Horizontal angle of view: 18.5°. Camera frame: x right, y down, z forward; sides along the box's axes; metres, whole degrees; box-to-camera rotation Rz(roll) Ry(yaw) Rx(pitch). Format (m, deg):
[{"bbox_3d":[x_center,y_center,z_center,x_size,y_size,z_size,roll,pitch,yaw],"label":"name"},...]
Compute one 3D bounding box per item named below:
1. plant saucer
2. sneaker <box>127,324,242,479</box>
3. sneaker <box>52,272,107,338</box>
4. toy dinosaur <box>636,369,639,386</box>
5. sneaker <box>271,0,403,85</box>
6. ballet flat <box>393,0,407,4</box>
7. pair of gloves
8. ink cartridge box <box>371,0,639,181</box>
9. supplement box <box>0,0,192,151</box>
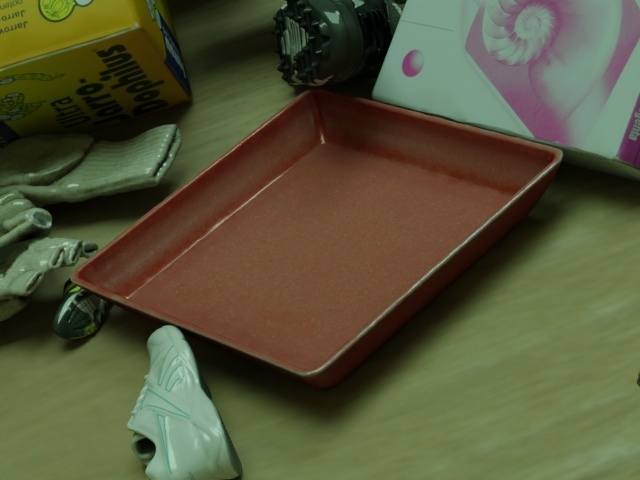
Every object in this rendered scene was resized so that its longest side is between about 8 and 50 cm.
[{"bbox_3d":[0.000,0.000,1.365,0.258,0.048,0.259,19,49,44],"label":"plant saucer"},{"bbox_3d":[-0.097,0.106,1.253,0.061,0.054,0.152,-24,33,-2],"label":"sneaker"},{"bbox_3d":[-0.172,0.044,1.410,0.035,0.031,0.083,-13,26,34],"label":"sneaker"},{"bbox_3d":[0.245,0.075,1.138,0.092,0.053,0.183,24,58,27],"label":"toy dinosaur"},{"bbox_3d":[0.025,-0.161,1.509,0.106,0.078,0.234,-8,4,-6],"label":"sneaker"},{"bbox_3d":[0.051,-0.254,1.611,0.408,0.147,0.147,14,41,11],"label":"ballet flat"},{"bbox_3d":[-0.233,-0.016,1.493,0.204,0.042,0.240,-7,33,33],"label":"pair of gloves"},{"bbox_3d":[0.219,-0.211,1.377,0.330,0.071,0.324,17,86,45],"label":"ink cartridge box"},{"bbox_3d":[-0.253,-0.273,1.596,0.195,0.194,0.357,-16,75,5],"label":"supplement box"}]
